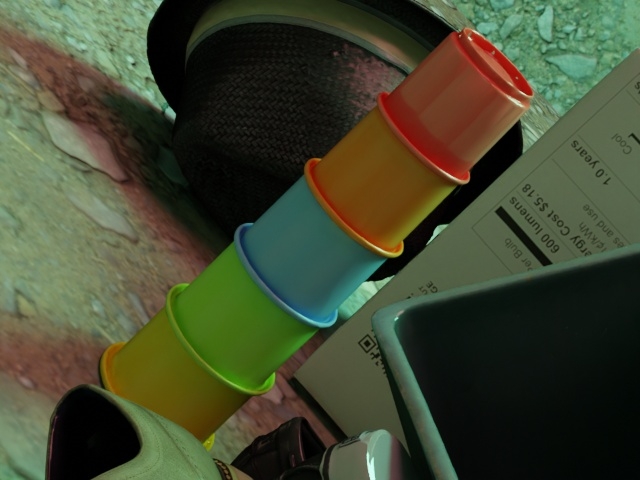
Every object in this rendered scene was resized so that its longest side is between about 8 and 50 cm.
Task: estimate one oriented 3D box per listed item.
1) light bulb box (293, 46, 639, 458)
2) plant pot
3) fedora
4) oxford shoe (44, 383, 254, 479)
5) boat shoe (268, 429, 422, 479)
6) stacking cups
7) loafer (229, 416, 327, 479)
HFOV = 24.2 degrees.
[{"bbox_3d":[0.243,0.100,1.155,0.358,0.361,0.225,49,18,8],"label":"light bulb box"},{"bbox_3d":[0.189,0.177,0.914,0.247,0.247,0.252,-111,-170,-59],"label":"plant pot"},{"bbox_3d":[-0.004,-0.073,1.231,0.334,0.334,0.152,37,52,-25],"label":"fedora"},{"bbox_3d":[-0.088,0.183,0.656,0.130,0.123,0.348,46,7,-22],"label":"oxford shoe"},{"bbox_3d":[0.030,0.256,0.783,0.113,0.105,0.306,26,42,-59],"label":"boat shoe"},{"bbox_3d":[0.000,0.000,0.918,0.096,0.316,0.096,41,18,-16],"label":"stacking cups"},{"bbox_3d":[0.025,0.209,0.909,0.223,0.078,0.076,52,20,17],"label":"loafer"}]
